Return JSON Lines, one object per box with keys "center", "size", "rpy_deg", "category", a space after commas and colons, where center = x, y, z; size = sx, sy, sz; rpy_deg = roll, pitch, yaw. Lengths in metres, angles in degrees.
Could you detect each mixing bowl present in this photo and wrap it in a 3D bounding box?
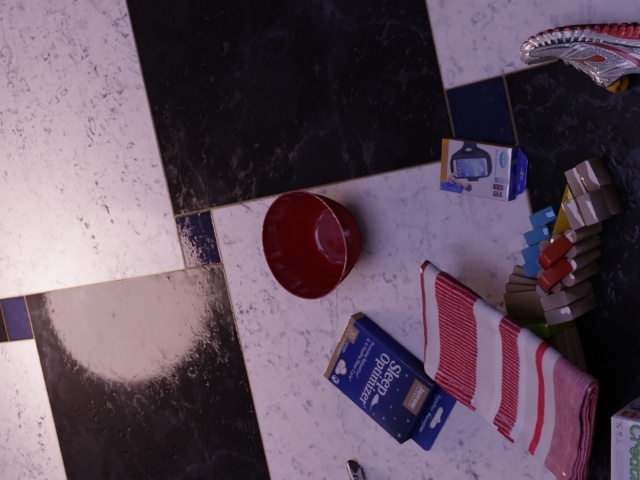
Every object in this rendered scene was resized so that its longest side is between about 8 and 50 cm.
{"center": [0.000, 0.000, 1.753], "size": [0.181, 0.098, 0.181], "rpy_deg": [10, 106, 37], "category": "mixing bowl"}

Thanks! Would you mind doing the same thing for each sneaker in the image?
{"center": [0.367, -0.241, 1.399], "size": [0.225, 0.088, 0.092], "rpy_deg": [9, 107, 38], "category": "sneaker"}
{"center": [0.060, 0.425, 1.847], "size": [0.035, 0.031, 0.083], "rpy_deg": [-29, 81, 41], "category": "sneaker"}

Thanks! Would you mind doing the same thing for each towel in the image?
{"center": [0.260, 0.195, 1.531], "size": [0.329, 0.037, 0.237], "rpy_deg": [37, 147, 39], "category": "towel"}

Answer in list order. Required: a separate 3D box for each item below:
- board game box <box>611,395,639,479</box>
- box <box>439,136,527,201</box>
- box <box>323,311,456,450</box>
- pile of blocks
{"center": [0.447, 0.351, 1.402], "size": [0.053, 0.193, 0.305], "rpy_deg": [6, 104, 39], "category": "board game box"}
{"center": [0.242, -0.106, 1.574], "size": [0.136, 0.028, 0.081], "rpy_deg": [13, 108, 39], "category": "box"}
{"center": [0.114, 0.239, 1.758], "size": [0.225, 0.036, 0.136], "rpy_deg": [38, 122, 26], "category": "box"}
{"center": [0.316, 0.057, 1.495], "size": [0.149, 0.113, 0.362], "rpy_deg": [20, 112, 35], "category": "pile of blocks"}
